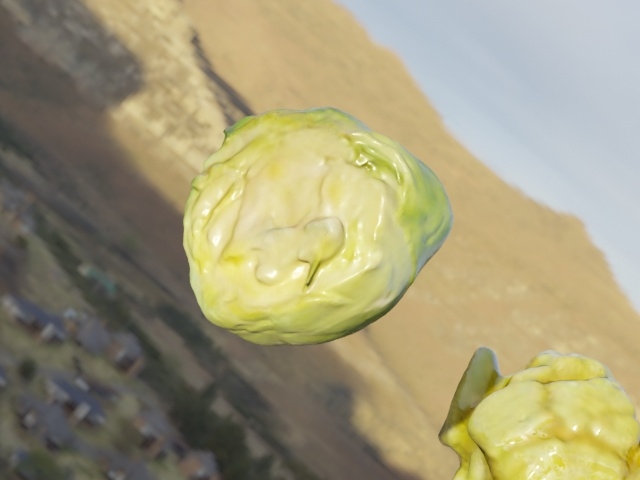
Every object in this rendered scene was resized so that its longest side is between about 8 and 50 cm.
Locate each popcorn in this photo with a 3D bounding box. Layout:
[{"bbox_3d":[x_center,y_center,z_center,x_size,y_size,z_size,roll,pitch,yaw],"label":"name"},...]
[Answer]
[{"bbox_3d":[0.265,0.281,1.696,0.293,0.334,0.292,19,37,14],"label":"popcorn"}]

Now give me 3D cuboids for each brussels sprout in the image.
[{"bbox_3d":[0.001,0.000,0.933,0.122,0.149,0.151,32,6,-46],"label":"brussels sprout"}]
